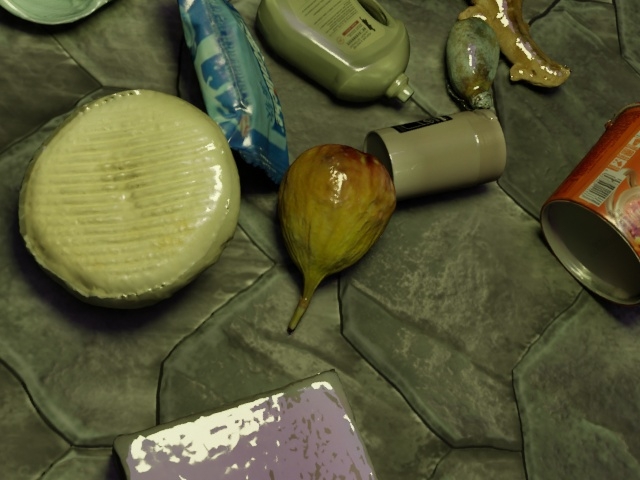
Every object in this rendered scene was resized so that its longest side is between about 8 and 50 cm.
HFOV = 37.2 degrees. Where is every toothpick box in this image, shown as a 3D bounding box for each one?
[{"bbox_3d":[0.164,-0.121,1.365,0.180,0.111,0.111,-13,73,-17],"label":"toothpick box"}]

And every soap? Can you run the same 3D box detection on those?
[{"bbox_3d":[-0.071,0.328,1.132,0.296,0.107,0.286,-13,74,-20],"label":"soap"}]

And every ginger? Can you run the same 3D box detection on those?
[{"bbox_3d":[0.281,-0.380,1.513,0.147,0.081,0.334,-24,83,-22],"label":"ginger"}]

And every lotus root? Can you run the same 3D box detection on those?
[{"bbox_3d":[0.230,-0.268,1.454,0.088,0.088,0.165,4,73,-13],"label":"lotus root"}]

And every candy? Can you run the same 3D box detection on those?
[{"bbox_3d":[-0.120,-0.234,1.312,0.077,0.187,0.331,-22,76,17],"label":"candy"}]

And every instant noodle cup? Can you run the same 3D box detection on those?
[{"bbox_3d":[0.446,-0.042,1.348,0.192,0.250,0.250,-39,83,-16],"label":"instant noodle cup"}]

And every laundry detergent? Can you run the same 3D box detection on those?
[{"bbox_3d":[0.040,-0.297,1.410,0.253,0.091,0.181,42,60,3],"label":"laundry detergent"}]

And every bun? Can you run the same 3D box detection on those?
[{"bbox_3d":[-0.228,-0.047,1.200,0.287,0.146,0.288,-2,80,12],"label":"bun"}]

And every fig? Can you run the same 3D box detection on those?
[{"bbox_3d":[0.000,0.000,1.275,0.159,0.159,0.257,18,87,-7],"label":"fig"}]

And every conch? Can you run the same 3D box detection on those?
[{"bbox_3d":[-0.359,-0.387,1.322,0.221,0.121,0.185,-11,76,-11],"label":"conch"}]
